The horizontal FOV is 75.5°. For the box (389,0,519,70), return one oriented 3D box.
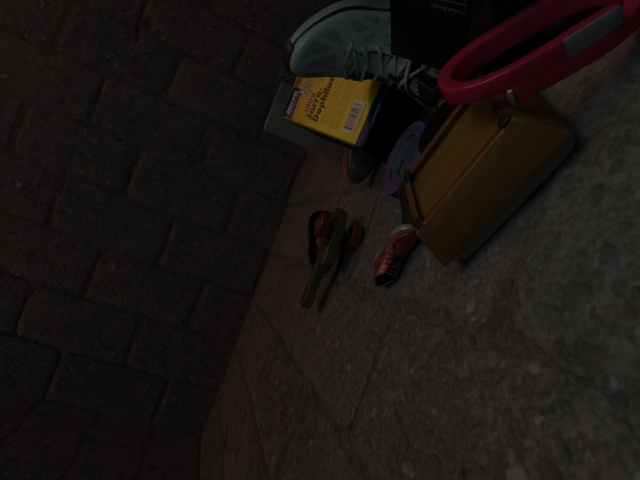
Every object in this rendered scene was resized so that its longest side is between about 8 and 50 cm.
[{"bbox_3d":[0.270,-0.526,0.745,0.296,0.182,0.294,-53,-24,-15],"label":"box"}]

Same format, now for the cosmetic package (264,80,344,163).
[{"bbox_3d":[-0.037,-0.520,1.826,0.217,0.384,0.156,-86,22,-47],"label":"cosmetic package"}]

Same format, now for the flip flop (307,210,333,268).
[{"bbox_3d":[0.000,0.000,1.566,0.080,0.112,0.278,107,170,-56],"label":"flip flop"}]

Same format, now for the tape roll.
[{"bbox_3d":[0.231,-0.186,1.008,0.189,0.080,0.189,-159,90,-75],"label":"tape roll"}]

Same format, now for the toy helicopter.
[{"bbox_3d":[0.003,0.057,1.389,0.235,0.140,0.356,-117,47,-73],"label":"toy helicopter"}]

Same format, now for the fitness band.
[{"bbox_3d":[0.322,-0.297,0.628,0.290,0.054,0.209,-28,30,18],"label":"fitness band"}]

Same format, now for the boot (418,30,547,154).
[{"bbox_3d":[0.319,-0.287,0.838,0.305,0.112,0.115,-51,5,34],"label":"boot"}]

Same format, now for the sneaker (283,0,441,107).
[{"bbox_3d":[0.153,-0.426,0.964,0.169,0.446,0.258,97,150,-65],"label":"sneaker"}]

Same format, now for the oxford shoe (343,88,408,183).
[{"bbox_3d":[0.180,-0.357,1.346,0.364,0.129,0.132,-68,21,3],"label":"oxford shoe"}]

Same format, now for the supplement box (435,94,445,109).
[{"bbox_3d":[0.311,-0.312,0.938,0.083,0.056,0.083,-84,21,-45],"label":"supplement box"}]

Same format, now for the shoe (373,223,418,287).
[{"bbox_3d":[0.172,0.040,0.951,0.178,0.063,0.081,122,162,-52],"label":"shoe"}]

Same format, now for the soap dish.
[{"bbox_3d":[0.267,-0.131,0.729,0.291,0.118,0.229,-56,19,36],"label":"soap dish"}]

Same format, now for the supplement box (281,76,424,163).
[{"bbox_3d":[0.088,-0.386,1.246,0.356,0.194,0.196,32,103,38],"label":"supplement box"}]

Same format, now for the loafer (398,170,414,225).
[{"bbox_3d":[0.206,-0.084,0.920,0.056,0.050,0.148,-52,-42,-49],"label":"loafer"}]
